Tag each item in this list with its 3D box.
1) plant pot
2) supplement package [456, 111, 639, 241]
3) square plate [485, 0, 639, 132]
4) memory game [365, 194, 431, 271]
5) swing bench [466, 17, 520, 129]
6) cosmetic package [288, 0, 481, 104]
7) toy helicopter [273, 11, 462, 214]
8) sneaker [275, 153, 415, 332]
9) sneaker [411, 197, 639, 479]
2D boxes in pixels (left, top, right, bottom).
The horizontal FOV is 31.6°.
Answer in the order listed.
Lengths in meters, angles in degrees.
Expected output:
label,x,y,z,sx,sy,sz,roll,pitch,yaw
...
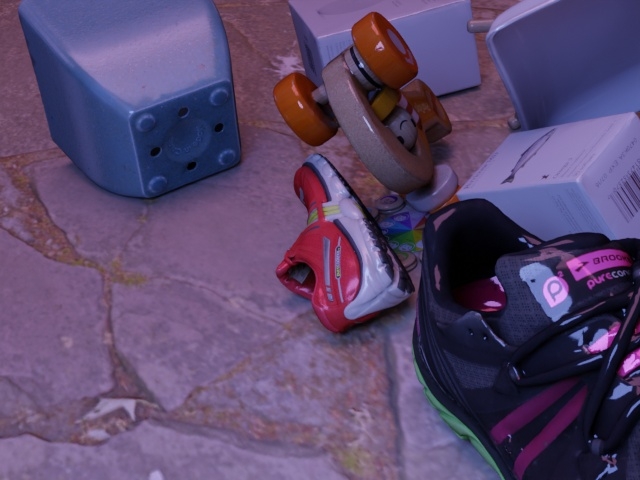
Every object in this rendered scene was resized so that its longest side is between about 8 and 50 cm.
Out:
label,x,y,z,sx,sy,sz,roll,pitch,yaw
plant pot,-0.230,-0.201,1.545,0.247,0.247,0.252,-24,48,-20
supplement package,0.243,-0.046,1.112,0.105,0.105,0.179,-47,20,-24
square plate,0.354,-0.238,1.215,0.347,0.344,0.049,-28,66,9
memory game,0.104,-0.015,1.287,0.186,0.012,0.186,-10,28,5
swing bench,0.329,-0.289,1.382,0.255,0.165,0.253,-20,-15,0
cosmetic package,0.092,-0.295,1.676,0.225,0.138,0.224,-17,28,-4
toy helicopter,0.104,-0.128,1.309,0.140,0.235,0.355,-35,-2,20
sneaker,0.000,0.000,1.206,0.118,0.107,0.279,-35,29,5
sneaker,0.198,0.107,0.818,0.185,0.202,0.483,-25,31,-20
